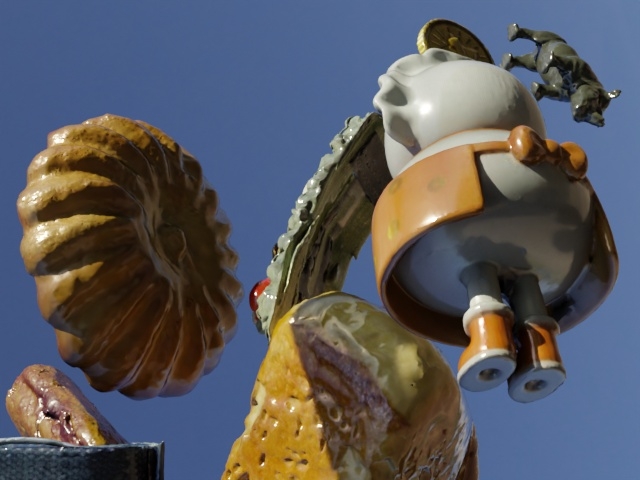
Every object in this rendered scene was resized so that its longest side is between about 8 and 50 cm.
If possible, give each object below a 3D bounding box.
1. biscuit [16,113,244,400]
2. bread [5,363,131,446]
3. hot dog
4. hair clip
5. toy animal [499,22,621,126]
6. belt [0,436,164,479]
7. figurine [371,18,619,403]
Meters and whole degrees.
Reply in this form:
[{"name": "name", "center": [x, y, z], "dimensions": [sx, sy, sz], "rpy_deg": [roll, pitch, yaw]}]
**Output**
[{"name": "biscuit", "center": [-0.190, 0.014, 1.218], "dimensions": [0.325, 0.107, 0.326], "rpy_deg": [33, -130, -50]}, {"name": "bread", "center": [-0.248, 0.226, 1.163], "dimensions": [0.084, 0.344, 0.124], "rpy_deg": [-49, -55, -10]}, {"name": "hot dog", "center": [0.030, 0.248, 1.079], "dimensions": [0.223, 0.185, 0.405], "rpy_deg": [2, -68, -50]}, {"name": "hair clip", "center": [-0.001, -0.001, 1.246], "dimensions": [0.138, 0.091, 0.321], "rpy_deg": [54, -131, -36]}, {"name": "toy animal", "center": [0.208, -0.137, 0.936], "dimensions": [0.065, 0.047, 0.136], "rpy_deg": [4, -147, -26]}, {"name": "belt", "center": [-0.246, 0.233, 0.939], "dimensions": [0.122, 0.218, 0.129], "rpy_deg": [57, -145, -81]}, {"name": "figurine", "center": [0.096, -0.036, 0.648], "dimensions": [0.143, 0.143, 0.271], "rpy_deg": [31, -126, -42]}]
